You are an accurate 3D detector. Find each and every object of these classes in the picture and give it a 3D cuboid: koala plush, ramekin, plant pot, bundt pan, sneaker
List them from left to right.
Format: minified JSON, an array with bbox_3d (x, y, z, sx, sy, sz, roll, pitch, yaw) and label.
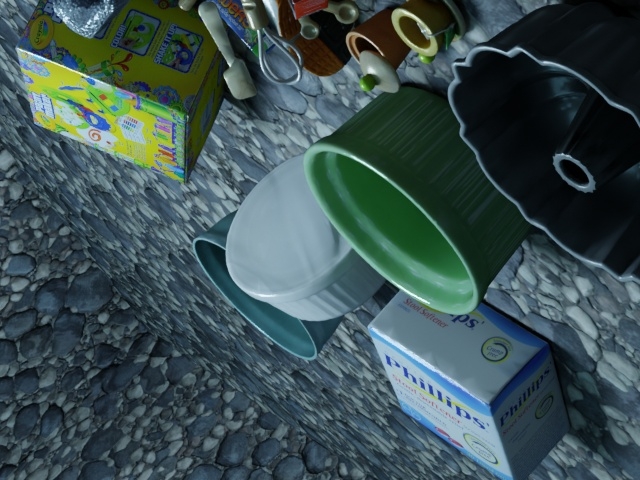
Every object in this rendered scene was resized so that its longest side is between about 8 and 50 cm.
[{"bbox_3d":[-0.322,-0.443,1.902,0.221,0.196,0.203,47,151,-7],"label":"koala plush"},{"bbox_3d":[-0.050,-0.326,1.716,0.262,0.099,0.121,53,179,-28],"label":"sneaker"},{"bbox_3d":[-0.052,0.036,2.351,0.293,0.196,0.293,39,162,15],"label":"plant pot"},{"bbox_3d":[0.000,0.000,2.063,0.273,0.273,0.127,25,166,47],"label":"ramekin"},{"bbox_3d":[0.136,-0.059,1.779,0.303,0.148,0.303,40,162,16],"label":"ramekin"},{"bbox_3d":[0.292,-0.106,1.357,0.331,0.124,0.331,40,162,16],"label":"bundt pan"}]

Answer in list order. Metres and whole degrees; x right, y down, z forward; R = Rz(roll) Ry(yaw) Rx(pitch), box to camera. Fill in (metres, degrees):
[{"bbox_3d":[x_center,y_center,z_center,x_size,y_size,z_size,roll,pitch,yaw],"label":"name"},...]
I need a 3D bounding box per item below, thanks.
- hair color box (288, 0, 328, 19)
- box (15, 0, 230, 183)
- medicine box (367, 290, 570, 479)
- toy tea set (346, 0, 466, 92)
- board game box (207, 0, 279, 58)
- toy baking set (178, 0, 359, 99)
[{"bbox_3d":[-0.023,-0.293,1.504,0.141,0.043,0.072,-65,-47,-88],"label":"hair color box"},{"bbox_3d":[-0.306,-0.261,2.134,0.279,0.177,0.290,22,161,0],"label":"box"},{"bbox_3d":[0.245,0.225,2.196,0.263,0.149,0.289,32,160,35],"label":"medicine box"},{"bbox_3d":[0.047,-0.277,1.514,0.200,0.124,0.336,30,157,40],"label":"toy tea set"},{"bbox_3d":[-0.108,-0.312,1.795,0.136,0.035,0.201,47,-170,-11],"label":"board game box"},{"bbox_3d":[-0.068,-0.284,1.639,0.197,0.256,0.030,35,-150,-22],"label":"toy baking set"}]
